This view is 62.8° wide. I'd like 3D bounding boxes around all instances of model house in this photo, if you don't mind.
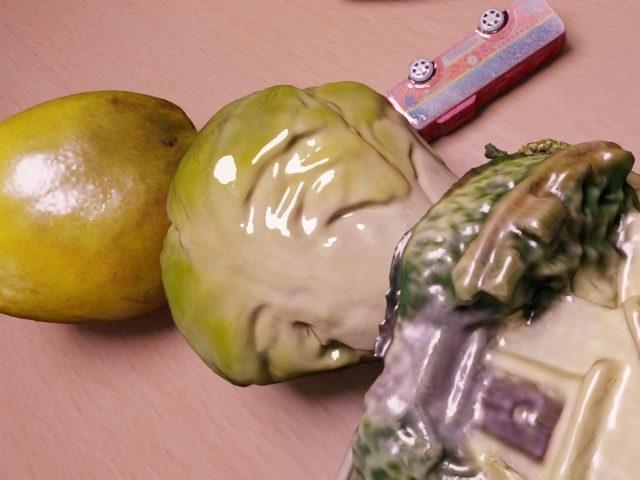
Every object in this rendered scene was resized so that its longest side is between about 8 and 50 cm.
[{"bbox_3d":[0.201,0.097,0.291,0.266,0.261,0.321,16,85,66],"label":"model house"}]

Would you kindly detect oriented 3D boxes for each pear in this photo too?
[{"bbox_3d":[-0.260,-0.035,0.613,0.321,0.269,0.269,-35,62,-9],"label":"pear"}]

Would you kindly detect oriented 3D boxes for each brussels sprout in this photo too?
[{"bbox_3d":[-0.006,-0.011,0.491,0.317,0.243,0.273,-14,72,22],"label":"brussels sprout"}]

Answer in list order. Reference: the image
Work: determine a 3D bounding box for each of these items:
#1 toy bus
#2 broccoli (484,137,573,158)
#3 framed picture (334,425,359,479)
[{"bbox_3d":[0.165,-0.184,0.570,0.192,0.065,0.077,-34,71,12],"label":"toy bus"},{"bbox_3d":[0.203,-0.034,0.475,0.130,0.120,0.131,13,77,20],"label":"broccoli"},{"bbox_3d":[0.076,0.368,0.468,0.241,0.020,0.324,19,83,27],"label":"framed picture"}]
